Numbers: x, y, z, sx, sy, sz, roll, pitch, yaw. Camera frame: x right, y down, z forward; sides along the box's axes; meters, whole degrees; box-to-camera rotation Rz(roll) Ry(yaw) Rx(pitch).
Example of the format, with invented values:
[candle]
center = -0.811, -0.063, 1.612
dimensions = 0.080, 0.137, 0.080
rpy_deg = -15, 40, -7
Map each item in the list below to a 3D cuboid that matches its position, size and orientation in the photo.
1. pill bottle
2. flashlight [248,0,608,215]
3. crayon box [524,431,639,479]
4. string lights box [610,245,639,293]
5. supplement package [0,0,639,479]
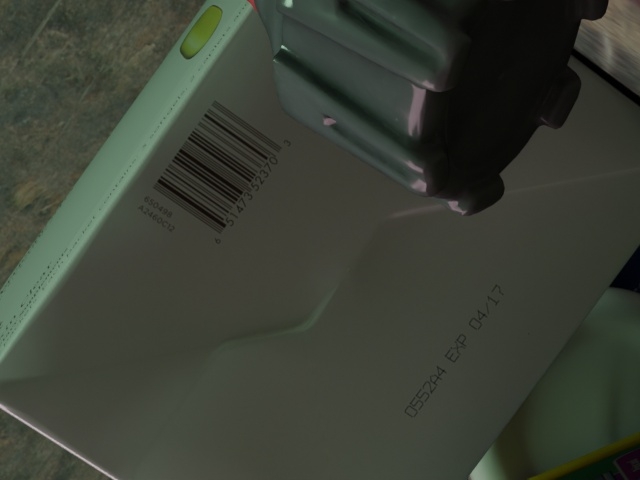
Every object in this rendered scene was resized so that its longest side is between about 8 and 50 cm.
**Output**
[pill bottle]
center = 0.146, 0.101, 1.098
dimensions = 0.153, 0.153, 0.264
rpy_deg = 35, 179, -2
[flashlight]
center = -0.053, -0.113, 0.563
dimensions = 0.304, 0.103, 0.103
rpy_deg = 38, -176, 29
[crayon box]
center = 0.172, 0.157, 0.778
dimensions = 0.363, 0.313, 0.106
rpy_deg = -36, -78, -86
[string lights box]
center = 0.154, -0.031, 1.126
dimensions = 0.133, 0.077, 0.259
rpy_deg = 36, -176, 22
[supplement package]
center = 0.000, 0.000, 0.824
dimensions = 0.204, 0.262, 0.145
rpy_deg = 35, -177, -13
